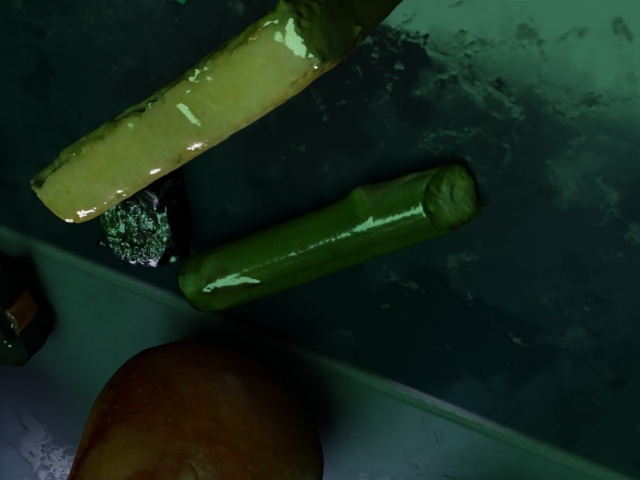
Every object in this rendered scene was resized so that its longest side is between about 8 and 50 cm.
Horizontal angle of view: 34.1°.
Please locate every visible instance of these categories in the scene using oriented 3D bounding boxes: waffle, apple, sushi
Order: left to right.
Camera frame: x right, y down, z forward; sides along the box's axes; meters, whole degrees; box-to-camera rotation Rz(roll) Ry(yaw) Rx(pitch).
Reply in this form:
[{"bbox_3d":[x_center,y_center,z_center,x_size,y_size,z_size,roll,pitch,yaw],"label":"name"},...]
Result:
[{"bbox_3d":[-0.163,-0.021,0.935,0.084,0.056,0.083,-1,123,20],"label":"sushi"},{"bbox_3d":[-0.113,0.228,0.925,0.206,0.251,0.272,18,96,9],"label":"apple"},{"bbox_3d":[-0.063,-0.114,0.748,0.247,0.221,0.055,-28,103,31],"label":"waffle"}]

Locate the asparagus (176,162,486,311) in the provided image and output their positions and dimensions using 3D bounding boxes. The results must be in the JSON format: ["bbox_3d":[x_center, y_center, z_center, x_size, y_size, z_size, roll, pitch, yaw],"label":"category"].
[{"bbox_3d":[0.000,0.002,0.874,0.277,0.060,0.067,-21,135,28],"label":"asparagus"}]

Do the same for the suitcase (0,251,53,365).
[{"bbox_3d":[-0.402,0.003,1.006,0.206,0.066,0.286,-6,123,25],"label":"suitcase"}]

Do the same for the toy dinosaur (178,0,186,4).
[{"bbox_3d":[-0.138,-0.225,0.724,0.153,0.259,0.094,19,128,-20],"label":"toy dinosaur"}]
